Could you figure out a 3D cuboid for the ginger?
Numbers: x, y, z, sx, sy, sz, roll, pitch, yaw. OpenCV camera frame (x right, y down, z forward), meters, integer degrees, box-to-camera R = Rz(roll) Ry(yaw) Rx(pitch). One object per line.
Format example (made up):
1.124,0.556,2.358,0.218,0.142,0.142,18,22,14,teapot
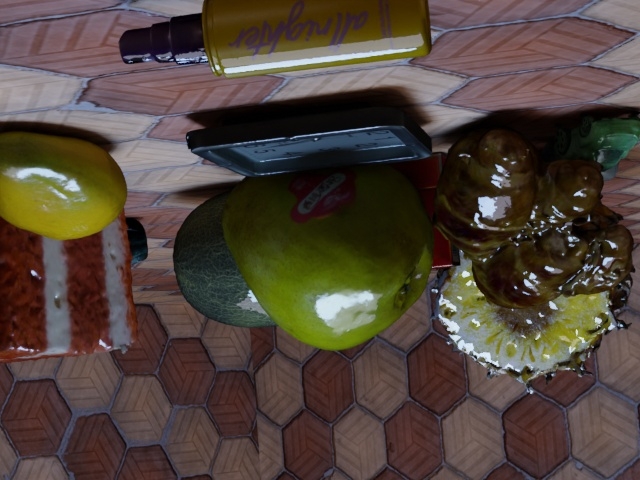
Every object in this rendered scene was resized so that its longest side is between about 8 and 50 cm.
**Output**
0.290,-0.031,1.983,0.274,0.152,0.357,8,141,46,ginger

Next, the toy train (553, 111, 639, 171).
0.389,-0.131,1.963,0.099,0.081,0.149,-2,173,-17,toy train

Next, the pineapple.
0.351,0.052,2.311,0.353,0.352,0.300,-7,-166,17,pineapple

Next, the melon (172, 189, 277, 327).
-0.089,0.028,2.306,0.302,0.237,0.237,-5,173,4,melon

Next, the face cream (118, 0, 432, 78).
-0.042,-0.186,1.228,0.274,0.078,0.078,-5,173,8,face cream

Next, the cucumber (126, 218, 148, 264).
-0.408,-0.002,2.519,0.193,0.085,0.115,-2,-143,-35,cucumber

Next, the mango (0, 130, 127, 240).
-0.351,-0.076,1.822,0.177,0.119,0.317,-3,165,10,mango

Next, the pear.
0.000,0.000,2.052,0.375,0.287,0.287,20,-170,37,pear

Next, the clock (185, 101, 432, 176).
-0.009,-0.132,1.815,0.279,0.049,0.273,-6,174,12,clock

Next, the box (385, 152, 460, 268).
0.151,-0.041,2.158,0.112,0.175,0.048,-9,175,24,box

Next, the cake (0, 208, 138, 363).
-0.474,0.059,2.166,0.270,0.270,0.320,-8,173,31,cake

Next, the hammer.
0.384,-0.121,2.159,0.116,0.069,0.194,-5,-179,-5,hammer
